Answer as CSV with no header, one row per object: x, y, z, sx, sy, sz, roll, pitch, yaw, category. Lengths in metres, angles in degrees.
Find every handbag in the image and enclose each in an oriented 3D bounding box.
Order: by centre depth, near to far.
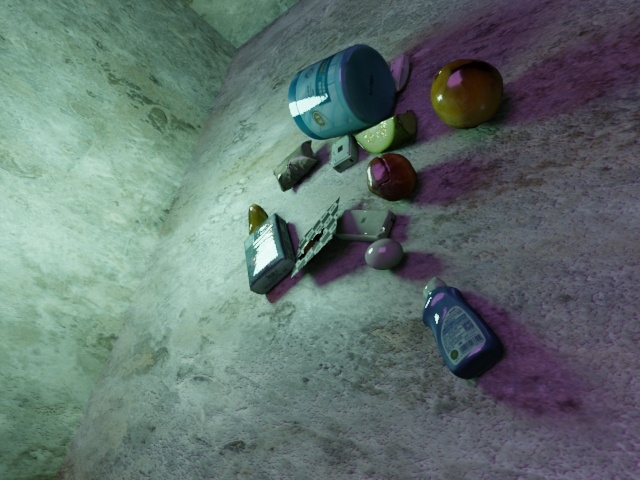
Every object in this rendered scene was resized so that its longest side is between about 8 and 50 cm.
-0.121,-0.353,2.127,0.270,0.117,0.182,-38,49,22,handbag

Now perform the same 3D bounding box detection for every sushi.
0.000,0.000,1.750,0.290,0.050,0.264,-47,20,31,sushi

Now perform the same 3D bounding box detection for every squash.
0.234,-0.407,1.753,0.289,0.111,0.203,-16,11,36,squash

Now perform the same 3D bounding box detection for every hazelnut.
0.245,-0.219,1.573,0.182,0.182,0.182,-28,45,32,hazelnut

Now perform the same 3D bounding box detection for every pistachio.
-0.297,-0.082,2.127,0.110,0.100,0.189,-145,52,-81,pistachio

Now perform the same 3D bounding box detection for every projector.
0.104,-0.385,1.940,0.115,0.061,0.147,-28,44,35,projector

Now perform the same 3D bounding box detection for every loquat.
0.480,-0.478,1.449,0.235,0.235,0.234,-28,45,32,loquat

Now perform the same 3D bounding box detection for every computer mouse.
0.338,-0.718,1.935,0.102,0.045,0.198,-13,60,51,computer mouse

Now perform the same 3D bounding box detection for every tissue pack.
-0.232,0.054,1.949,0.228,0.103,0.315,-42,38,20,tissue pack

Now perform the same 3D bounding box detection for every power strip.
0.161,-0.057,1.638,0.271,0.046,0.117,5,64,51,power strip

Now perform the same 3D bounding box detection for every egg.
0.210,0.046,1.458,0.135,0.103,0.103,-21,49,40,egg

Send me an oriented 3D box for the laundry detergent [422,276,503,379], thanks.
0.356,0.218,1.185,0.143,0.094,0.289,-48,34,21,laundry detergent

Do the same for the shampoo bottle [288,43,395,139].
0.094,-0.625,1.900,0.343,0.331,0.330,-1,63,49,shampoo bottle
